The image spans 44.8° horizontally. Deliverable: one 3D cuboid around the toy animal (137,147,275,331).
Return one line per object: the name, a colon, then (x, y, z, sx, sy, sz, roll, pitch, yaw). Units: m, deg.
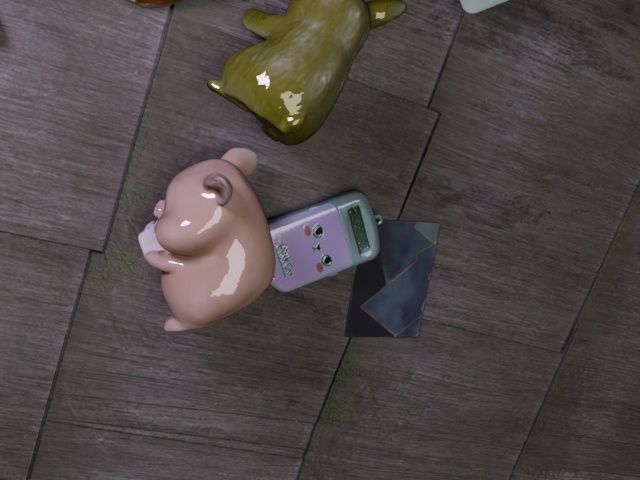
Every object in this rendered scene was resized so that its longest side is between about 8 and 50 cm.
toy animal: (-0.184, -0.001, 1.265, 0.213, 0.195, 0.256, -11, 112, 12)

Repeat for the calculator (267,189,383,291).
calculator: (0.000, 0.000, 1.393, 0.246, 0.045, 0.141, -20, 114, -11)

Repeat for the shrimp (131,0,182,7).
shrimp: (-0.286, -0.410, 1.131, 0.317, 0.062, 0.164, -7, 136, -14)

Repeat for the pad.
pad: (0.137, 0.077, 1.492, 0.164, 0.004, 0.243, 2, 107, -20)

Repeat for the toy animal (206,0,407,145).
toy animal: (-0.009, -0.318, 1.225, 0.181, 0.180, 0.363, 41, 70, -33)

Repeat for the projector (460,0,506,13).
projector: (0.313, -0.533, 1.250, 0.259, 0.079, 0.257, -17, 118, 20)
